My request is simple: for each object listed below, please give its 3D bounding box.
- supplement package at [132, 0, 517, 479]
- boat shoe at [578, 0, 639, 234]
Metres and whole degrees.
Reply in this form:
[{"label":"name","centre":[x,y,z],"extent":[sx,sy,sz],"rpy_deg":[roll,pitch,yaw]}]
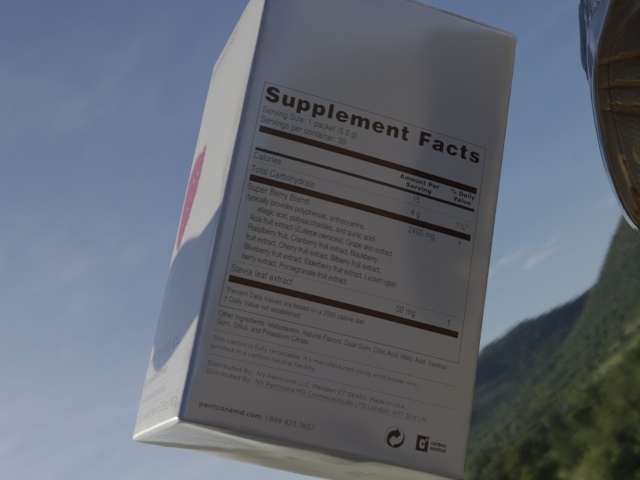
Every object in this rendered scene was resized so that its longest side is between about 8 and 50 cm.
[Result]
[{"label":"supplement package","centre":[0.000,0.000,0.673],"extent":[0.175,0.293,0.177],"rpy_deg":[15,-19,-15]},{"label":"boat shoe","centre":[0.195,-0.116,0.569],"extent":[0.098,0.277,0.096],"rpy_deg":[3,-21,5]}]
